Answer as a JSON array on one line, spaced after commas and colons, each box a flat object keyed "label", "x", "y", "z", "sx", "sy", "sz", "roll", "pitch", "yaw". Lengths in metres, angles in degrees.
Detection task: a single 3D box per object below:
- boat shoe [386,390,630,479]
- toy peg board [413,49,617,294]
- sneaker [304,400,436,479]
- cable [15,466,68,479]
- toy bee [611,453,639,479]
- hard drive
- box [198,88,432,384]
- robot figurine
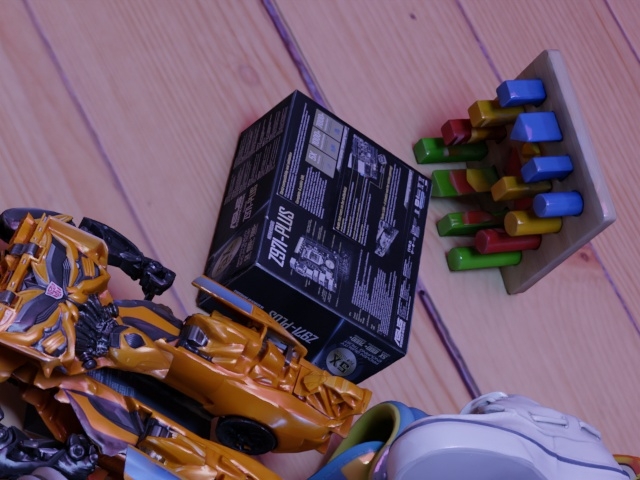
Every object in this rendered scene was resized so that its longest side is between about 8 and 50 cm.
[{"label": "boat shoe", "x": 0.125, "y": 0.149, "z": 1.138, "sx": 0.258, "sy": 0.095, "sz": 0.084, "roll": 26, "pitch": 36, "yaw": -49}, {"label": "toy peg board", "x": 0.156, "y": -0.054, "z": 1.409, "sx": 0.079, "sy": 0.160, "sz": 0.161, "roll": -6, "pitch": 68, "yaw": -28}, {"label": "sneaker", "x": 0.073, "y": 0.256, "z": 1.158, "sx": 0.208, "sy": 0.127, "sz": 0.319, "roll": 27, "pitch": 40, "yaw": -31}, {"label": "cable", "x": -0.136, "y": 0.254, "z": 0.878, "sx": 0.089, "sy": 0.257, "sz": 0.257, "roll": -19, "pitch": 45, "yaw": -22}, {"label": "toy bee", "x": 0.246, "y": 0.246, "z": 1.328, "sx": 0.298, "sy": 0.162, "sz": 0.195, "roll": -40, "pitch": 126, "yaw": -36}, {"label": "hard drive", "x": -0.134, "y": 0.107, "z": 1.131, "sx": 0.135, "sy": 0.022, "sz": 0.094, "roll": 25, "pitch": 50, "yaw": -29}, {"label": "box", "x": 0.000, "y": 0.000, "z": 1.279, "sx": 0.147, "sy": 0.077, "sz": 0.180, "roll": 32, "pitch": 47, "yaw": -25}, {"label": "robot figurine", "x": -0.114, "y": 0.089, "z": 1.071, "sx": 0.291, "sy": 0.085, "sz": 0.211, "roll": 31, "pitch": 48, "yaw": -16}]
